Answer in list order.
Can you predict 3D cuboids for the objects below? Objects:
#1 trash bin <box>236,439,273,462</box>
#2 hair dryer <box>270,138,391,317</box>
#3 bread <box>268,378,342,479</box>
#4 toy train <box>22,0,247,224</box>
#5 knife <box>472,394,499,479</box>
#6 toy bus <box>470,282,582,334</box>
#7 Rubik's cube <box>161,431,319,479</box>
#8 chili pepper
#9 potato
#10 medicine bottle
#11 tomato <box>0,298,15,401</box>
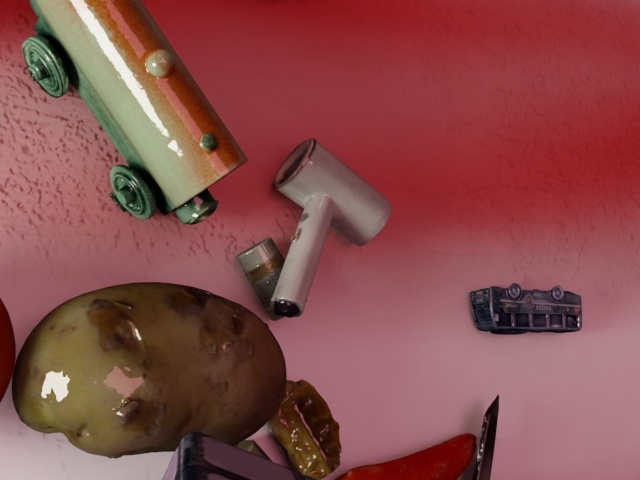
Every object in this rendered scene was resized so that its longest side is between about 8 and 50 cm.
[{"bbox_3d":[-0.066,0.261,0.867,0.092,0.043,0.061,50,59,-14],"label":"trash bin"},{"bbox_3d":[0.000,0.000,0.916,0.131,0.073,0.236,37,40,-18],"label":"hair dryer"},{"bbox_3d":[-0.017,0.201,0.901,0.066,0.060,0.110,-30,92,-3],"label":"bread"},{"bbox_3d":[-0.183,-0.146,0.824,0.116,0.177,0.285,-36,97,-31],"label":"toy train"},{"bbox_3d":[0.192,0.298,1.003,0.060,0.028,0.230,33,66,-55],"label":"knife"},{"bbox_3d":[0.274,0.092,1.102,0.166,0.047,0.065,4,79,-30],"label":"toy bus"},{"bbox_3d":[-0.011,0.384,0.596,0.363,0.362,0.358,26,89,-4],"label":"Rubik's cube"},{"bbox_3d":[0.087,0.276,0.941,0.272,0.063,0.071,-9,95,-34],"label":"chili pepper"},{"bbox_3d":[-0.155,0.121,0.791,0.262,0.165,0.164,2,76,-36],"label":"potato"},{"bbox_3d":[-0.054,0.043,0.926,0.047,0.047,0.083,-33,96,-32],"label":"medicine bottle"},{"bbox_3d":[-0.357,0.095,0.686,0.195,0.136,0.195,8,74,-30],"label":"tomato"}]
